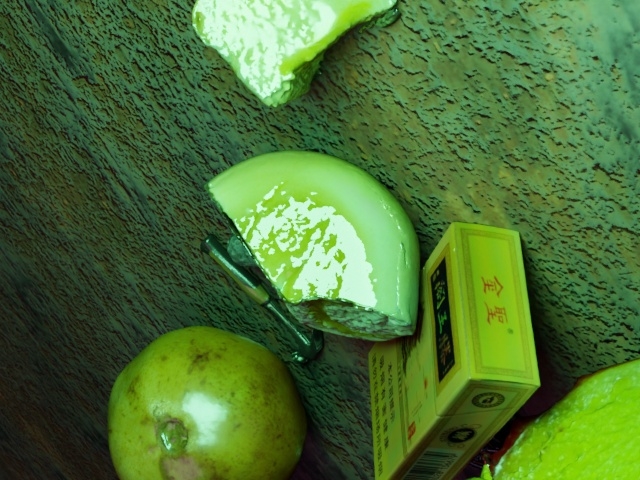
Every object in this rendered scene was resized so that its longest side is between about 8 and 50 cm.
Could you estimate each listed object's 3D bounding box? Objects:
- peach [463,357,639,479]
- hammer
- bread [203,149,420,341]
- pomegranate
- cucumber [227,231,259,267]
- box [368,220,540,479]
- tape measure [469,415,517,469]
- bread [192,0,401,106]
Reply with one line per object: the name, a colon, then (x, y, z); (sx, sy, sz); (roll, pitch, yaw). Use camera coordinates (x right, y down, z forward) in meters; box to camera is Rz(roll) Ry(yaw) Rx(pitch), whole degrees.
peach: (0.324, 0.272, 1.017); (0.406, 0.335, 0.310); (-17, 106, 48)
hammer: (-0.072, 0.069, 1.477); (0.201, 0.021, 0.078); (46, 144, -2)
bread: (0.013, 0.004, 1.231); (0.261, 0.156, 0.158); (53, 179, 20)
pomegranate: (-0.145, 0.236, 1.517); (0.264, 0.264, 0.264); (26, 140, 25)
cucumber: (-0.059, 0.005, 1.370); (0.112, 0.064, 0.064); (-7, 119, 47)
box: (0.125, 0.128, 1.213); (0.076, 0.174, 0.274); (7, 145, -14)
tape measure: (0.189, 0.222, 1.343); (0.094, 0.054, 0.091); (32, 141, 7)
bread: (-0.016, -0.220, 1.124); (0.160, 0.169, 0.140); (-42, 93, 13)
